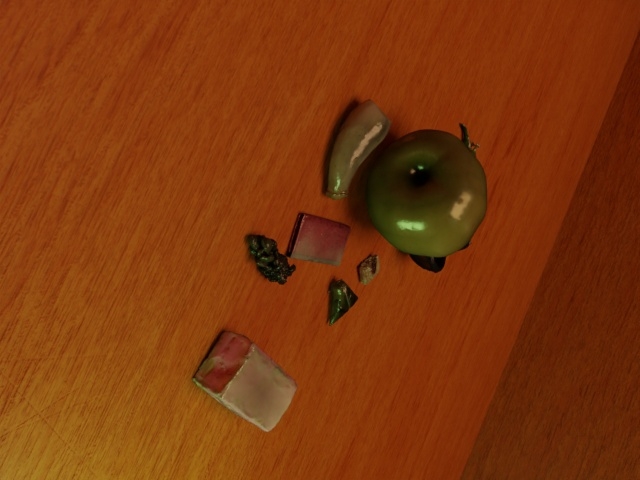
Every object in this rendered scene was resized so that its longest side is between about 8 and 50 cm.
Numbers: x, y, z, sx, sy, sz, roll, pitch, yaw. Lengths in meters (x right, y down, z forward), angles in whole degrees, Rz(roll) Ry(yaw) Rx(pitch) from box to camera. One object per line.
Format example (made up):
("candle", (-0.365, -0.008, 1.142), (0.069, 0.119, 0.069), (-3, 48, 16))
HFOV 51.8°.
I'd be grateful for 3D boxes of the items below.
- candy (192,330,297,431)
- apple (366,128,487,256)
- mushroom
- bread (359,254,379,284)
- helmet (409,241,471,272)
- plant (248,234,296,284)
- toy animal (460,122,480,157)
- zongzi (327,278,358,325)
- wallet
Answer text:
("candy", (-0.177, 0.344, 1.603), (0.155, 0.115, 0.265), (-55, 141, -17))
("apple", (0.297, -0.124, 1.836), (0.357, 0.357, 0.357), (-29, 129, -44))
("mushroom", (0.081, -0.234, 1.692), (0.118, 0.103, 0.270), (31, 90, -51))
("bread", (0.149, 0.088, 1.996), (0.083, 0.035, 0.070), (-42, 139, -39))
("helmet", (0.371, -0.006, 2.114), (0.189, 0.193, 0.216), (4, 99, -64))
("plant", (-0.117, 0.047, 1.570), (0.174, 0.085, 0.087), (60, 18, -44))
("toy animal", (0.524, -0.334, 2.303), (0.075, 0.041, 0.217), (-45, 134, -30))
("zongzi", (0.045, 0.178, 1.885), (0.119, 0.055, 0.109), (-49, 139, -11))
("wallet", (0.000, 0.000, 1.751), (0.232, 0.025, 0.119), (13, 96, -56))
